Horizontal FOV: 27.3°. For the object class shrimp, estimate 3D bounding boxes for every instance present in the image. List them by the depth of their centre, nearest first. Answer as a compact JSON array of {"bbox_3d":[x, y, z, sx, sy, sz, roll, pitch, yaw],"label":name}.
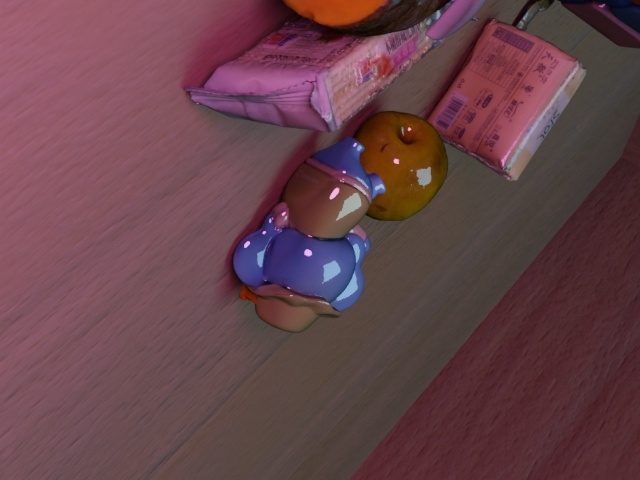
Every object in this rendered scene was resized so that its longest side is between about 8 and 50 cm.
[{"bbox_3d":[0.374,-0.365,2.346,0.148,0.035,0.195,-62,161,4],"label":"shrimp"}]

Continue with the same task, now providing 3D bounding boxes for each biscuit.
[{"bbox_3d":[0.015,-0.199,1.408,0.309,0.186,0.079,-42,133,-41],"label":"biscuit"}]

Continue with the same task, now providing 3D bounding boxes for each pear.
[{"bbox_3d":[0.106,-0.102,1.866,0.149,0.149,0.162,-44,158,-38],"label":"pear"}]

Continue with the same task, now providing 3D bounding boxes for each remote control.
[{"bbox_3d":[0.164,-0.254,1.277,0.050,0.027,0.184,-48,-179,-39],"label":"remote control"}]

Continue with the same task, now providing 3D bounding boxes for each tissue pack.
[{"bbox_3d":[0.295,-0.228,2.105,0.222,0.186,0.090,-57,150,-2],"label":"tissue pack"}]

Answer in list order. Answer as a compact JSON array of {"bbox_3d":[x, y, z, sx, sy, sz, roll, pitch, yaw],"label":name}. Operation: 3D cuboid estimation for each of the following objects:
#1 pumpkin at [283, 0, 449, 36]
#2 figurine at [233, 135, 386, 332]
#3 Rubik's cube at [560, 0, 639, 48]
[{"bbox_3d":[0.113,-0.350,1.313,0.232,0.242,0.325,-4,129,-59],"label":"pumpkin"},{"bbox_3d":[0.001,0.000,1.751,0.262,0.154,0.180,-53,151,-2],"label":"figurine"},{"bbox_3d":[0.388,-0.445,1.529,0.347,0.346,0.344,-61,-163,2],"label":"Rubik's cube"}]
